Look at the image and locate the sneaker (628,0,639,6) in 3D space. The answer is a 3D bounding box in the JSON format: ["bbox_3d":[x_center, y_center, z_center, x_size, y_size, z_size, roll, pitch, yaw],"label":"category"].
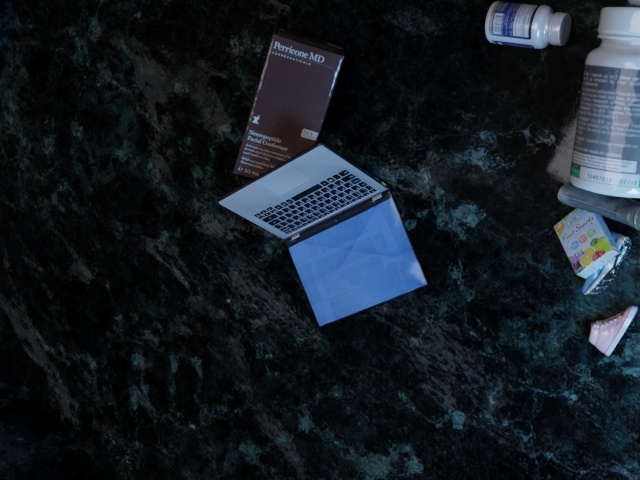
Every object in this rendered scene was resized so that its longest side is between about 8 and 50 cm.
[{"bbox_3d":[0.737,-0.577,1.605,0.210,0.137,0.366,34,97,25],"label":"sneaker"}]

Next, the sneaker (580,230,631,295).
[{"bbox_3d":[0.617,0.050,1.909,0.073,0.063,0.162,42,115,40],"label":"sneaker"}]

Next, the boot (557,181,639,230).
[{"bbox_3d":[0.634,-0.070,1.823,0.208,0.189,0.076,20,100,52],"label":"boot"}]

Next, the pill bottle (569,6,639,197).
[{"bbox_3d":[0.626,-0.278,1.740,0.204,0.204,0.361,13,107,34],"label":"pill bottle"}]

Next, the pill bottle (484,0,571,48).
[{"bbox_3d":[0.455,-0.470,1.896,0.169,0.094,0.094,17,108,32],"label":"pill bottle"}]

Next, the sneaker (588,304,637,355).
[{"bbox_3d":[0.639,0.186,1.912,0.070,0.051,0.134,34,121,20],"label":"sneaker"}]

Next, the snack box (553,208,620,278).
[{"bbox_3d":[0.579,-0.003,1.891,0.100,0.037,0.141,-43,43,32],"label":"snack box"}]

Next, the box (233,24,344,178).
[{"bbox_3d":[-0.083,-0.337,2.239,0.191,0.143,0.381,15,111,-7],"label":"box"}]

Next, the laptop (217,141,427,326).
[{"bbox_3d":[0.000,0.000,2.237,0.382,0.408,0.236,-25,50,36],"label":"laptop"}]
